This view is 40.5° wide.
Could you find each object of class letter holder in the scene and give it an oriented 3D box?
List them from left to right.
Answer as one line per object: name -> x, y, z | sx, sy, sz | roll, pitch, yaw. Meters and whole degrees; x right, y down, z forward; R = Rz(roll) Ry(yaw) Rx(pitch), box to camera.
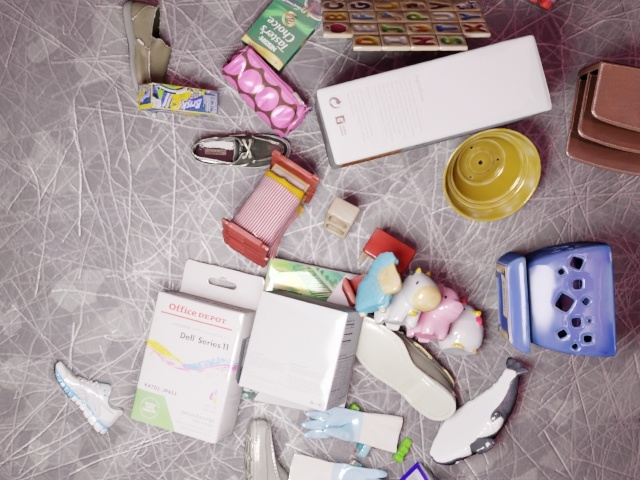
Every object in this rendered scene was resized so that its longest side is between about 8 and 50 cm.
letter holder -> 0.712, -0.251, 1.886 | 0.302, 0.152, 0.214 | 10, 93, -2

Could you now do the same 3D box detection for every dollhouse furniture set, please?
dollhouse furniture set -> 0.000, 0.000, 1.829 | 0.374, 0.152, 0.201 | 31, 73, 4

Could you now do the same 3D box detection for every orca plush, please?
orca plush -> 0.365, 0.393, 1.940 | 0.151, 0.102, 0.287 | 22, 77, 42

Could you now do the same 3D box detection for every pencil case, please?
pencil case -> -0.118, -0.329, 1.887 | 0.209, 0.098, 0.095 | 44, 47, -4

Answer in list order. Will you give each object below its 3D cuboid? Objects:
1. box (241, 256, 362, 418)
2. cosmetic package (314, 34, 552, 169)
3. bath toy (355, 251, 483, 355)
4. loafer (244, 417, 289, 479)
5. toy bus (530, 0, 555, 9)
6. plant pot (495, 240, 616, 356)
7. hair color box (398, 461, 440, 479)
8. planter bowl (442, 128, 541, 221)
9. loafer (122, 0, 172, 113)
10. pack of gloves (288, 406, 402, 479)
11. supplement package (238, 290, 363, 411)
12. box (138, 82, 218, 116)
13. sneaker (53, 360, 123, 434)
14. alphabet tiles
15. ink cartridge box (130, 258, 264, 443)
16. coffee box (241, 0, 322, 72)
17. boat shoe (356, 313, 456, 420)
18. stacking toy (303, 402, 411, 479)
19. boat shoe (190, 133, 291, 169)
box -> -0.031, 0.213, 1.920 | 0.232, 0.058, 0.321 | 11, 89, -2
cosmetic package -> 0.225, -0.284, 1.832 | 0.454, 0.230, 0.161 | -15, 92, 0
bath toy -> 0.232, 0.141, 1.834 | 0.348, 0.151, 0.129 | 28, 62, -39
loafer -> -0.103, 0.547, 1.908 | 0.112, 0.112, 0.319 | -7, 94, -14
toy bus -> 0.505, -0.625, 1.886 | 0.220, 0.149, 0.211 | 34, 106, 0
plant pot -> 0.493, 0.124, 1.852 | 0.212, 0.236, 0.235 | -3, 92, 4
hair color box -> 0.314, 0.648, 1.877 | 0.110, 0.185, 0.339 | -45, 93, -2
planter bowl -> 0.361, -0.156, 1.891 | 0.217, 0.090, 0.217 | -4, 117, -7
loafer -> -0.367, -0.402, 1.878 | 0.088, 0.094, 0.251 | -10, 91, 3
pack of gloves -> 0.059, 0.465, 1.877 | 0.232, 0.046, 0.195 | 12, 85, -14
supplement package -> -0.035, 0.223, 1.795 | 0.194, 0.149, 0.203 | 14, 91, 18
box -> -0.303, -0.299, 1.853 | 0.169, 0.059, 0.054 | 0, 91, -43
sneaker -> -0.509, 0.330, 1.911 | 0.083, 0.071, 0.190 | -39, 100, -7
alphabet tiles -> 0.173, -0.468, 1.823 | 0.343, 0.285, 0.011 | -1, 129, -1
ink cartridge box -> -0.260, 0.230, 1.861 | 0.207, 0.119, 0.353 | 13, 91, 14
coffee box -> -0.075, -0.474, 1.911 | 0.113, 0.040, 0.184 | 41, 90, -2
boat shoe -> 0.180, 0.265, 1.897 | 0.305, 0.091, 0.109 | 44, 117, -8
stacking toy -> 0.076, 0.494, 1.933 | 0.167, 0.052, 0.221 | 36, 83, -11
boat shoe -> -0.174, -0.193, 1.900 | 0.219, 0.070, 0.077 | -4, 92, -2
